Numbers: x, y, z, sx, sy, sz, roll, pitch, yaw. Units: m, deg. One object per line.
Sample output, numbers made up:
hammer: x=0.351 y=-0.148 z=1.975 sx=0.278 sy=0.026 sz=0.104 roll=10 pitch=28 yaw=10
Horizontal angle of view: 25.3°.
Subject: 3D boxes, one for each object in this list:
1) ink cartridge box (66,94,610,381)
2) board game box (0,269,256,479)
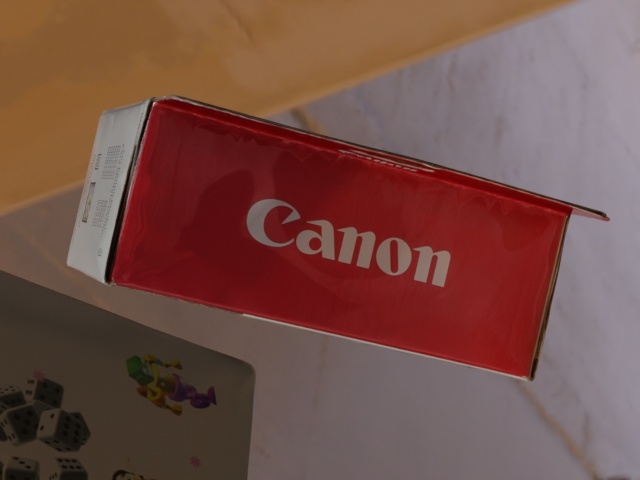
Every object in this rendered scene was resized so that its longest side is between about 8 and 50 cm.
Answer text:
ink cartridge box: x=0.000 y=0.000 z=0.996 sx=0.309 sy=0.272 sz=0.130 roll=14 pitch=-92 yaw=-16
board game box: x=-0.209 y=0.077 z=0.486 sx=0.303 sy=0.224 sz=0.097 roll=23 pitch=-132 yaw=-24
